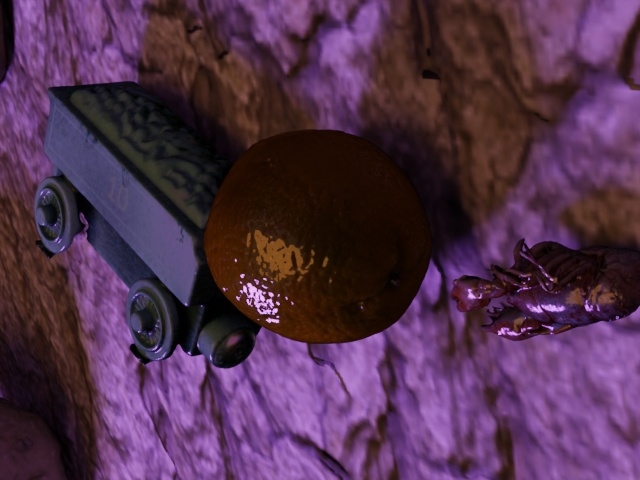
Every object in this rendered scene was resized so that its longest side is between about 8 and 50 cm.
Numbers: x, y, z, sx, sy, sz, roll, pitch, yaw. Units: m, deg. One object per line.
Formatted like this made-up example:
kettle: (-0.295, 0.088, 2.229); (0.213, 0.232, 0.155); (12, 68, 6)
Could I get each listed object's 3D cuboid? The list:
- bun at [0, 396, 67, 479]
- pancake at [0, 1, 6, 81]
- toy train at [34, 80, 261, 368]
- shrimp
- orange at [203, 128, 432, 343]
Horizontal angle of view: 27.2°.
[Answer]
bun: (-0.278, 0.158, 0.954); (0.220, 0.220, 0.134); (125, 161, -53)
pancake: (-0.263, -0.195, 0.862); (0.235, 0.029, 0.212); (46, 139, 31)
toy train: (-0.081, -0.012, 0.646); (0.172, 0.070, 0.099); (42, 128, 37)
shrimp: (0.073, 0.017, 0.453); (0.092, 0.038, 0.029); (-30, 38, 58)
orange: (0.000, 0.000, 0.511); (0.095, 0.085, 0.085); (31, 131, 53)
